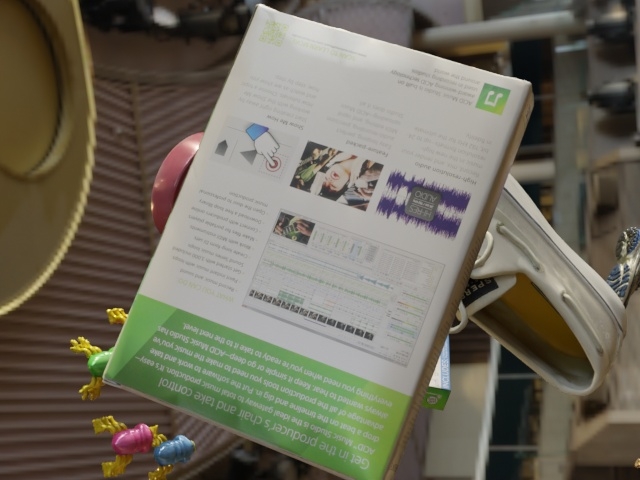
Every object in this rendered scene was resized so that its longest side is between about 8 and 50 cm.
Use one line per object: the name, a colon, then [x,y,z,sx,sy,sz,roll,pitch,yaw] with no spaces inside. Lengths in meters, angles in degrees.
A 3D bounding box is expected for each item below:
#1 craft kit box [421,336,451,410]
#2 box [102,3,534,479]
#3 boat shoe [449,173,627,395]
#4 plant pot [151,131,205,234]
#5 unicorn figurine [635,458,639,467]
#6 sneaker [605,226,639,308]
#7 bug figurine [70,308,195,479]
craft kit box: [0.108,0.185,2.201,0.250,0.246,0.061,-82,8,-55]
box: [0.000,0.000,0.927,0.322,0.232,0.058,-68,-18,-9]
boat shoe: [0.164,0.033,1.277,0.367,0.136,0.156,45,-141,-9]
plant pot: [-0.153,-0.062,2.046,0.201,0.180,0.201,-29,-49,-40]
unicorn figurine: [0.399,0.265,1.326,0.162,0.111,0.060,107,-178,-84]
sneaker: [0.447,0.051,1.734,0.058,0.052,0.135,29,-110,-19]
bug figurine: [-0.269,0.232,1.812,0.216,0.072,0.279,-9,-97,-67]
